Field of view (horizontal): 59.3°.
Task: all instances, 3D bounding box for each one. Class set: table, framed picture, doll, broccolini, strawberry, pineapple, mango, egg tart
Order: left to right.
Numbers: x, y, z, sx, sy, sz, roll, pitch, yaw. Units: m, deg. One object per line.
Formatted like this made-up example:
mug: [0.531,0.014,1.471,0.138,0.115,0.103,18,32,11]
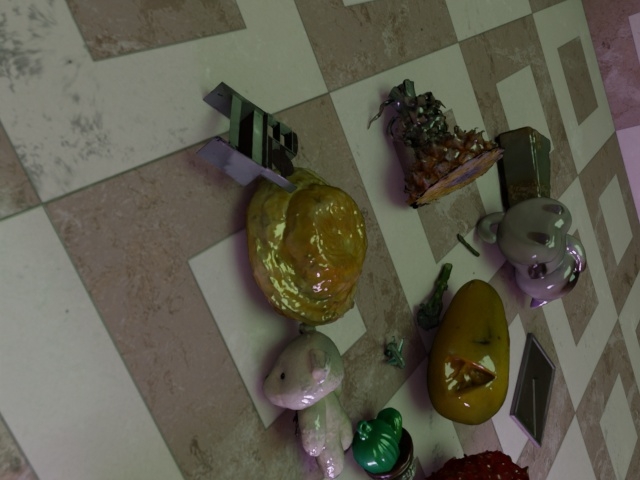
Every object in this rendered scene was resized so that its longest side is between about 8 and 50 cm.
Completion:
table: [-0.121,-0.167,0.970,0.175,0.062,0.146,33,38,-36]
doll: [-0.013,0.298,1.015,0.149,0.175,0.278,-20,110,-9]
egg tart: [0.000,0.000,1.037,0.319,0.128,0.318,21,60,-44]
pineapple: [0.255,-0.250,1.340,0.262,0.262,0.271,-16,71,-47]
broccolini: [0.286,0.130,1.402,0.067,0.058,0.216,91,19,-46]
strawberry: [0.310,0.596,1.214,0.344,0.292,0.292,11,74,-28]
mango: [0.355,0.256,1.336,0.253,0.182,0.365,67,30,-49]
framed picture: [0.669,0.466,1.755,0.213,0.016,0.289,48,52,-30]
doll: [0.649,0.032,1.657,0.370,0.226,0.215,44,54,-32]

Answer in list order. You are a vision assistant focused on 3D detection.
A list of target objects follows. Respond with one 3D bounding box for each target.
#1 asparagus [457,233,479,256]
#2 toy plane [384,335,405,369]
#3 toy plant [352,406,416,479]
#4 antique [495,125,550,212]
asparagus: [0.413,0.014,1.568,0.114,0.014,0.015,38,24,-37]
toy plane: [0.167,0.256,1.256,0.080,0.033,0.083,-47,123,-41]
toy plant: [0.129,0.410,1.130,0.143,0.105,0.200,-51,128,-37]
antique: [0.644,-0.197,1.765,0.150,0.125,0.284,10,76,-45]
